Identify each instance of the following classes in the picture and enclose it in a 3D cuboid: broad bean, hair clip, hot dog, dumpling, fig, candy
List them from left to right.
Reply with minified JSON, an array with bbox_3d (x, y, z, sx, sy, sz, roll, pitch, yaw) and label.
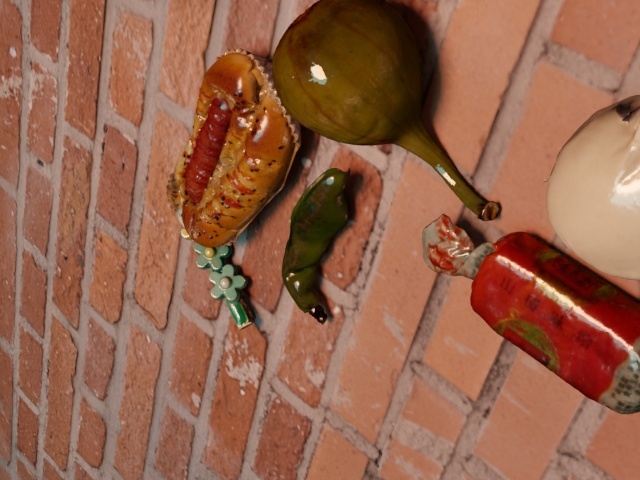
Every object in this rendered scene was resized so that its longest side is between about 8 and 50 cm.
[{"bbox_3d":[-0.120,0.021,1.050,0.049,0.049,0.173,-37,79,48],"label":"hair clip"},{"bbox_3d":[-0.094,-0.085,0.948,0.131,0.069,0.252,50,137,16],"label":"hot dog"},{"bbox_3d":[-0.007,-0.001,0.915,0.061,0.046,0.195,26,130,22],"label":"broad bean"},{"bbox_3d":[0.067,-0.106,0.771,0.236,0.124,0.124,41,138,-9],"label":"fig"},{"bbox_3d":[0.196,0.063,0.727,0.292,0.059,0.086,37,127,28],"label":"candy"},{"bbox_3d":[0.234,-0.027,0.631,0.150,0.092,0.176,39,128,8],"label":"dumpling"}]
